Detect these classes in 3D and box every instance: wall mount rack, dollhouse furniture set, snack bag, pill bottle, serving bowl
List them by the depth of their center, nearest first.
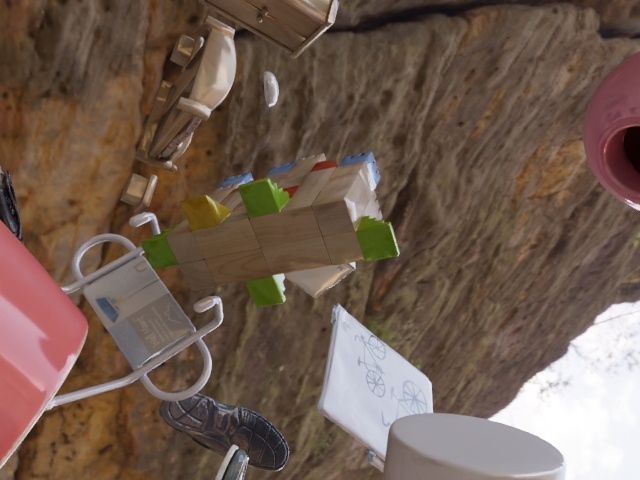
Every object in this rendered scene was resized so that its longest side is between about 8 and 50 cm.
[{"bbox_3d":[0.145,0.409,0.664,0.224,0.224,0.391,8,-88,64],"label":"pill bottle"},{"bbox_3d":[-0.100,-0.212,0.823,0.303,0.174,0.355,-22,-129,57],"label":"dollhouse furniture set"},{"bbox_3d":[-0.336,0.112,0.943,0.350,0.304,0.130,47,-25,24],"label":"wall mount rack"},{"bbox_3d":[0.124,0.337,1.299,0.037,0.343,0.323,-38,-158,29],"label":"snack bag"},{"bbox_3d":[-0.115,-0.358,1.440,0.083,0.027,0.083,174,-90,-80],"label":"serving bowl"}]

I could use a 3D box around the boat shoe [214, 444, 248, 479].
[{"bbox_3d":[-0.158,0.524,1.059,0.116,0.099,0.319,78,24,-78],"label":"boat shoe"}]

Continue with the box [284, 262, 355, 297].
[{"bbox_3d":[0.000,0.000,1.532,0.149,0.127,0.232,-39,-155,31],"label":"box"}]

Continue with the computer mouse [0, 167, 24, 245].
[{"bbox_3d":[-0.448,0.035,0.700,0.072,0.272,0.188,15,-63,26],"label":"computer mouse"}]

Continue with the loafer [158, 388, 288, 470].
[{"bbox_3d":[-0.211,0.412,1.323,0.095,0.303,0.109,-35,-152,52],"label":"loafer"}]

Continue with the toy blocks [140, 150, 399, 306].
[{"bbox_3d":[-0.050,-0.049,0.973,0.261,0.382,0.190,-60,135,-58],"label":"toy blocks"}]

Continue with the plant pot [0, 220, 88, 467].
[{"bbox_3d":[-0.295,0.049,0.347,0.243,0.275,0.275,45,-16,-20],"label":"plant pot"}]

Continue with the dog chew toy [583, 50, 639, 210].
[{"bbox_3d":[0.475,-0.170,0.740,0.207,0.332,0.206,40,-30,28],"label":"dog chew toy"}]
